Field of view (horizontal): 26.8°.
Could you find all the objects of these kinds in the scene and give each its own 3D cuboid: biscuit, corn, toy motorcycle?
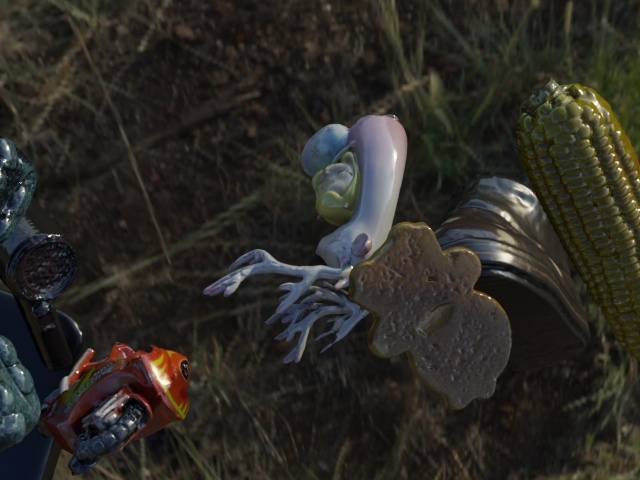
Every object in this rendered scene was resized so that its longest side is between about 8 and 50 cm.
[{"bbox_3d":[0.135,0.088,1.553,0.225,0.036,0.166,45,83,-12],"label":"biscuit"},{"bbox_3d":[0.321,-0.020,1.493,0.120,0.363,0.120,-27,21,11],"label":"corn"},{"bbox_3d":[-0.233,0.182,1.515,0.171,0.298,0.089,-41,105,-17],"label":"toy motorcycle"}]

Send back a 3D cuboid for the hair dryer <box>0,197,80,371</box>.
[{"bbox_3d":[-0.327,0.049,1.526,0.089,0.251,0.197,-30,41,-21],"label":"hair dryer"}]

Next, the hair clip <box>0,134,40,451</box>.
[{"bbox_3d":[-0.358,0.046,1.207,0.194,0.206,0.310,-13,76,39],"label":"hair clip"}]

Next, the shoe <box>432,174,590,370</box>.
[{"bbox_3d":[0.228,0.020,1.786,0.171,0.384,0.237,-25,61,23],"label":"shoe"}]

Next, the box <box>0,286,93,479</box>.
[{"bbox_3d":[-0.451,0.191,1.709,0.290,0.073,0.289,17,91,16],"label":"box"}]

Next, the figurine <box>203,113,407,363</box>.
[{"bbox_3d":[0.011,0.007,1.936,0.284,0.206,0.315,-20,40,24],"label":"figurine"}]

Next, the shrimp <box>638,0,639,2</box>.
[{"bbox_3d":[0.473,-0.367,1.730,0.049,0.161,0.166,40,97,-12],"label":"shrimp"}]
